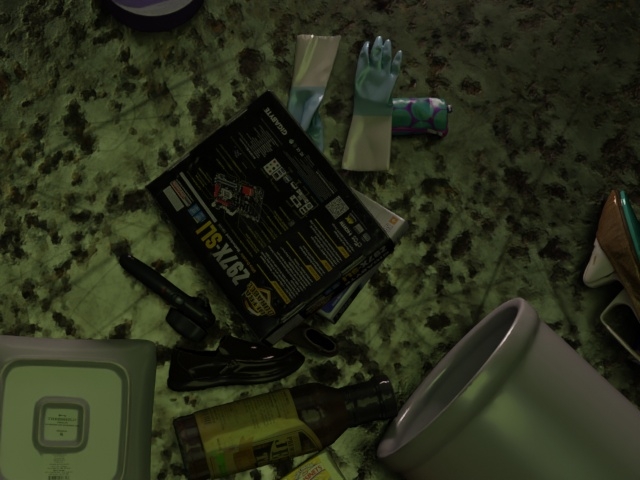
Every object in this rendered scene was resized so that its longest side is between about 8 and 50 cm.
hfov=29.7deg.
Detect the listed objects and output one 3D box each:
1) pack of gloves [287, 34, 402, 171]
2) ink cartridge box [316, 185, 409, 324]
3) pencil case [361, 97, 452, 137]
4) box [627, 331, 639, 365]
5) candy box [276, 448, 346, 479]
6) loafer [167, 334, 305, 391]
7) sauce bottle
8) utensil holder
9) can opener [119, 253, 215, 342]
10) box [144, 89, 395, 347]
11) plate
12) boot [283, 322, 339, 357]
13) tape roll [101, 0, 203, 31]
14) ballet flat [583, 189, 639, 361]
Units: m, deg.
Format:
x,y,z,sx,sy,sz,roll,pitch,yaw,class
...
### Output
x,y,z,sx,sy,sz,roll,pitch,yaw,class
0.028,-0.231,1.963,0.195,0.046,0.232,3,79,23,pack of gloves
0.000,0.000,1.949,0.208,0.045,0.206,34,77,21,ink cartridge box
0.139,-0.202,2.002,0.152,0.064,0.070,-2,54,-6,pencil case
0.623,0.129,2.018,0.136,0.036,0.225,28,77,-1,box
-0.049,0.427,1.893,0.206,0.027,0.105,-32,83,-11,candy box
-0.134,0.186,1.891,0.220,0.080,0.078,-8,94,-7,loafer
-0.051,0.284,1.874,0.345,0.111,0.111,-14,82,-7,sauce bottle
0.334,0.329,1.807,0.385,0.327,0.327,41,78,-1,utensil holder
-0.244,0.082,1.913,0.186,0.059,0.073,40,79,1,can opener
-0.080,-0.037,1.888,0.257,0.079,0.322,-39,74,2,box
-0.399,0.286,1.868,0.277,0.045,0.277,3,81,-7,plate
-0.024,0.149,1.913,0.119,0.087,0.042,25,80,-2,boot
-0.278,-0.446,1.988,0.189,0.080,0.188,1,81,-7,tape roll
0.508,0.085,1.971,0.124,0.116,0.342,-28,71,19,ballet flat
